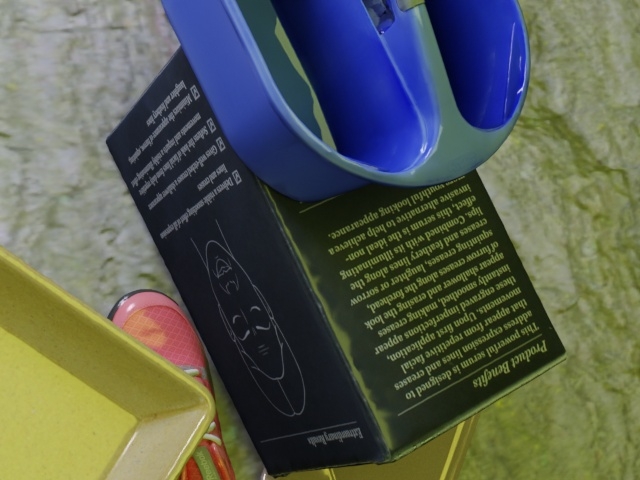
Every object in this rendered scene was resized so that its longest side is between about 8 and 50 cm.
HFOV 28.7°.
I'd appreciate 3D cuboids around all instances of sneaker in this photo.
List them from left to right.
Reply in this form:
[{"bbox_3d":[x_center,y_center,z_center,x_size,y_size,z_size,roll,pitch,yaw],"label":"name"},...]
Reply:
[{"bbox_3d":[-0.128,0.198,1.217,0.116,0.136,0.314,-11,89,-28],"label":"sneaker"}]

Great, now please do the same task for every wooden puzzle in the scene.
[{"bbox_3d":[0.061,0.209,1.366,0.221,0.044,0.238,28,68,-20],"label":"wooden puzzle"}]

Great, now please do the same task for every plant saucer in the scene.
[{"bbox_3d":[-0.311,0.188,1.082,0.333,0.081,0.333,36,66,-10],"label":"plant saucer"}]

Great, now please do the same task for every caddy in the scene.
[{"bbox_3d":[0.021,-0.195,0.987,0.241,0.179,0.341,-26,88,-26],"label":"caddy"}]

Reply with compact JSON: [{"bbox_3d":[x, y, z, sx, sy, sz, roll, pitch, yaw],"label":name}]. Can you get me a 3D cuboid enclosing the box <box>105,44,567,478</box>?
[{"bbox_3d":[0.000,0.000,1.193,0.212,0.293,0.395,-25,89,-26],"label":"box"}]
